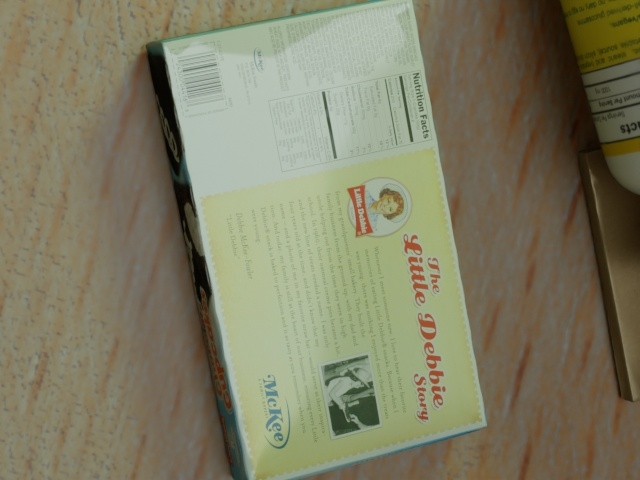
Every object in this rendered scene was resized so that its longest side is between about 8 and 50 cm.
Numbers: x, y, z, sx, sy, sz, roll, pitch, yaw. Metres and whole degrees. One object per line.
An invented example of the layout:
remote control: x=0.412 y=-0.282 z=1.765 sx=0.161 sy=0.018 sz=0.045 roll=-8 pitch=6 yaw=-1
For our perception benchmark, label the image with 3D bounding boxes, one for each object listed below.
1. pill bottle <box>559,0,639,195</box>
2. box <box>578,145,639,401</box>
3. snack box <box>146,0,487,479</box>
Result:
pill bottle: x=0.276 y=-0.147 z=1.200 sx=0.188 sy=0.188 sz=0.334 roll=-17 pitch=94 yaw=-16
box: x=0.293 y=0.009 z=1.319 sx=0.164 sy=0.021 sz=0.201 roll=-14 pitch=99 yaw=-16
snack box: x=0.000 y=0.000 z=1.202 sx=0.187 sy=0.060 sz=0.322 roll=-13 pitch=98 yaw=-16
